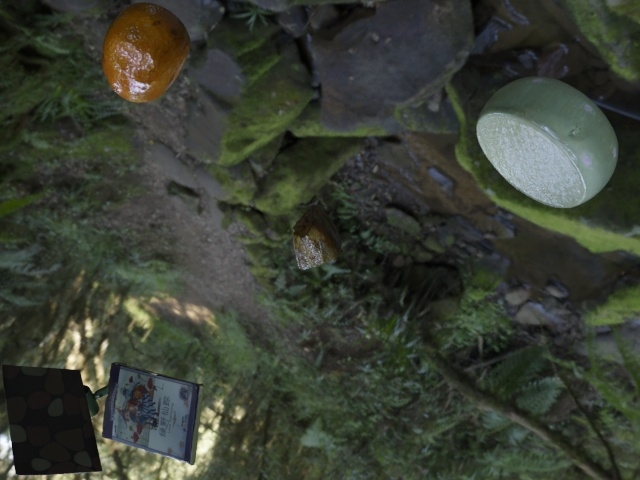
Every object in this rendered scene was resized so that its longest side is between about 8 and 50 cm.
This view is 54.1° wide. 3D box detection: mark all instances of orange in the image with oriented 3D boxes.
[{"bbox_3d":[-0.396,-0.419,1.400,0.170,0.224,0.224,35,161,-8],"label":"orange"}]

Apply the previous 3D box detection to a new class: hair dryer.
[{"bbox_3d":[-0.499,0.350,1.464,0.047,0.150,0.071,37,145,46],"label":"hair dryer"}]

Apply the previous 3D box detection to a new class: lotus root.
[{"bbox_3d":[-0.003,-0.003,1.567,0.095,0.159,0.135,8,135,46],"label":"lotus root"}]

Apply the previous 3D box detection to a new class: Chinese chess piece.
[{"bbox_3d":[0.396,-0.172,1.108,0.250,0.101,0.250,43,170,10],"label":"Chinese chess piece"}]

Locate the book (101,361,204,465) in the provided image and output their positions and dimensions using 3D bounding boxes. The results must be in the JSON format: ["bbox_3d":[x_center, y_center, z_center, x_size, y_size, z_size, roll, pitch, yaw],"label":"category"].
[{"bbox_3d":[-0.336,0.339,1.239,0.231,0.157,0.026,6,179,27],"label":"book"}]

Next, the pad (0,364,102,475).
[{"bbox_3d":[-0.500,0.328,1.164,0.158,0.003,0.235,16,-147,-43],"label":"pad"}]
